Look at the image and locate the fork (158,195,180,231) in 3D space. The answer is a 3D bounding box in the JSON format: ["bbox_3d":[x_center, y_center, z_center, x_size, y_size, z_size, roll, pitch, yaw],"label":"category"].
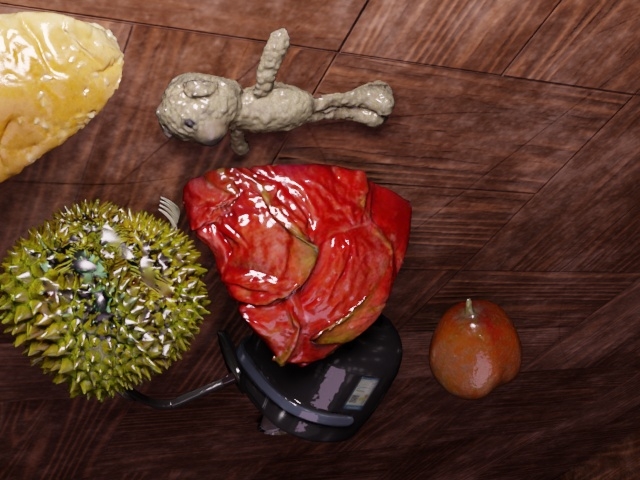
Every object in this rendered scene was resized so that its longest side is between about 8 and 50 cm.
[{"bbox_3d":[-0.222,0.007,1.294,0.028,0.034,0.219,-2,148,-7],"label":"fork"}]

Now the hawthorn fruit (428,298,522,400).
[{"bbox_3d":[0.313,0.202,1.750,0.199,0.199,0.251,-14,135,-2],"label":"hawthorn fruit"}]

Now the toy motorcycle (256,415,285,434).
[{"bbox_3d":[-0.053,0.419,2.038,0.228,0.074,0.151,-11,157,11],"label":"toy motorcycle"}]

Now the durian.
[{"bbox_3d":[-0.296,0.083,1.157,0.291,0.291,0.224,14,149,-41],"label":"durian"}]

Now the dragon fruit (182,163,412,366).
[{"bbox_3d":[-0.069,0.016,1.260,0.330,0.302,0.240,29,160,-28],"label":"dragon fruit"}]

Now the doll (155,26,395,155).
[{"bbox_3d":[-0.056,-0.156,1.059,0.202,0.091,0.286,-23,162,36],"label":"doll"}]

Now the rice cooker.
[{"bbox_3d":[0.000,0.200,1.491,0.267,0.267,0.224,14,111,-41],"label":"rice cooker"}]

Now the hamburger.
[{"bbox_3d":[-0.308,-0.159,0.872,0.207,0.135,0.155,-20,152,4],"label":"hamburger"}]

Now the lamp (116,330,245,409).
[{"bbox_3d":[-0.274,0.267,1.632,0.283,0.124,0.203,-10,160,-5],"label":"lamp"}]
